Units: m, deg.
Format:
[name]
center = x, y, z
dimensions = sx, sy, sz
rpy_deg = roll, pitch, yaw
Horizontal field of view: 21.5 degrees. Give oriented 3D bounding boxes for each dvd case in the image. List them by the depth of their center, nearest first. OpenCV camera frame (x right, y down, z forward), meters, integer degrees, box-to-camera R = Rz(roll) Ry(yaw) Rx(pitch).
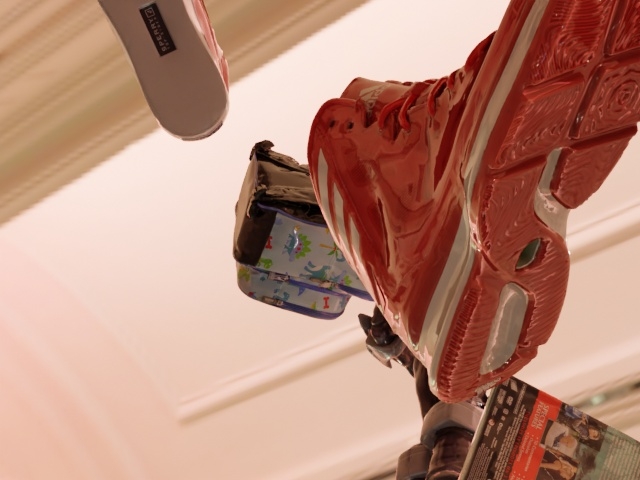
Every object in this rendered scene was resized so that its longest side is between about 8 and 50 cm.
[dvd case]
center = 0.133, 0.132, 0.896
dimensions = 0.119, 0.087, 0.013
rpy_deg = 26, -30, -6

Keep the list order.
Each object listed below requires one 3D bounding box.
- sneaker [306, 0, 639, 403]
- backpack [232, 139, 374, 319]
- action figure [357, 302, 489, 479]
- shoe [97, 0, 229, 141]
[sneaker]
center = 0.047, -0.051, 0.649
dimensions = 0.128, 0.087, 0.221
rpy_deg = 45, -46, 32
[backpack]
center = 0.000, 0.000, 1.106
dimensions = 0.114, 0.105, 0.084
rpy_deg = 15, -66, -10
[action figure]
center = 0.097, 0.076, 1.231
dimensions = 0.185, 0.099, 0.285
rpy_deg = -43, -144, 46
[shoe]
center = -0.103, -0.143, 1.035
dimensions = 0.063, 0.081, 0.178
rpy_deg = -21, -88, -2
